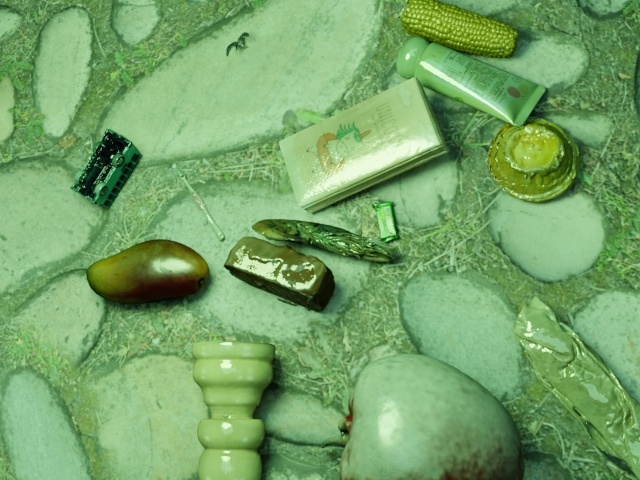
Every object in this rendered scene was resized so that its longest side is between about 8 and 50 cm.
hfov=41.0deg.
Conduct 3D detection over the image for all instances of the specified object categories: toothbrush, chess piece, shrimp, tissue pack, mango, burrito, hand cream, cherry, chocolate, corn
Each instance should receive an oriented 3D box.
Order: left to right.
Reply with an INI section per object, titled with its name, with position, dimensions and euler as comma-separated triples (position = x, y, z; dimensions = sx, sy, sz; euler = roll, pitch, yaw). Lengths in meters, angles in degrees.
[mango]
position = -0.362, 0.065, 1.811
dimensions = 0.267, 0.111, 0.133
euler = -6, 88, 9
[toothbrush]
position = -0.265, -0.081, 1.884
dimensions = 0.017, 0.022, 0.204
euler = -36, 72, 3
[chess piece]
position = -0.176, 0.348, 1.668
dimensions = 0.167, 0.167, 0.300
euler = -1, 77, 12
[chocolate]
position = -0.081, 0.062, 1.733
dimensions = 0.214, 0.148, 0.093
euler = 22, 74, 16
[shrimp]
position = 0.000, 0.000, 1.725
dimensions = 0.296, 0.169, 0.058
euler = 13, 103, 17
[tissue pack]
position = 0.085, -0.196, 1.783
dimensions = 0.325, 0.071, 0.170
euler = -23, 68, 17
[cherry]
position = 0.184, 0.356, 1.525
dimensions = 0.334, 0.291, 0.326
euler = -15, 59, -12
[corn]
position = 0.295, -0.453, 1.834
dimensions = 0.260, 0.091, 0.091
euler = 20, 41, 17
[hand cream]
position = 0.307, -0.339, 1.794
dimensions = 0.305, 0.093, 0.147
euler = 26, 52, 18
[burrito]
position = 0.494, 0.276, 1.575
dimensions = 0.117, 0.076, 0.392
euler = -40, 70, 0

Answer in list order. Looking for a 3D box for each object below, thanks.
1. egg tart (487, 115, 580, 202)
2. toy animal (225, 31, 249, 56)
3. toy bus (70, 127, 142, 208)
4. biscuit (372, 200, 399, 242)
[egg tart]
position = 0.428, -0.171, 1.729
dimensions = 0.191, 0.074, 0.191
euler = -4, 72, 14
[toy animal]
position = -0.183, -0.454, 1.971
dimensions = 0.084, 0.050, 0.028
euler = -30, 93, 36
[toy bus]
position = -0.475, -0.160, 1.915
dimensions = 0.079, 0.092, 0.160
euler = 30, 88, 17
[biscuit]
position = 0.137, -0.038, 1.781
dimensions = 0.046, 0.016, 0.089
euler = -12, 71, 10
